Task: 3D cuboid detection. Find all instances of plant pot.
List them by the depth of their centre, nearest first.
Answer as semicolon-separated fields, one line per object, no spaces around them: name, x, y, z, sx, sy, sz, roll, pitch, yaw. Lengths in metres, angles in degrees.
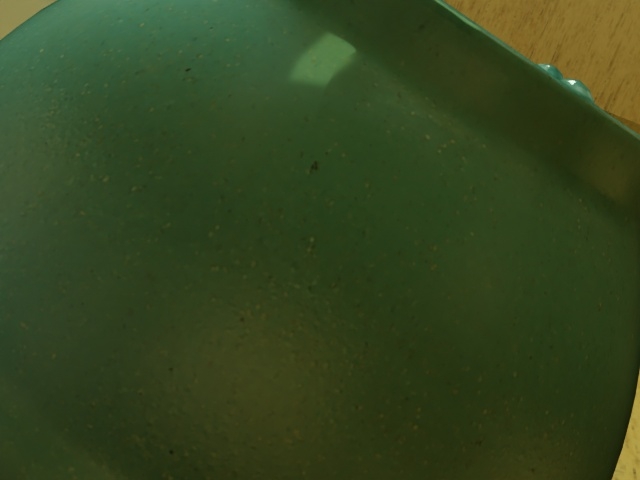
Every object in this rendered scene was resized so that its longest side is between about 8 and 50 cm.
plant pot;0.000;0.000;0.635;0.293;0.196;0.293;34;8;-6

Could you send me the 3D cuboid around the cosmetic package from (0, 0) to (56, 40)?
cosmetic package;-0.269;-0.224;1.396;0.113;0.160;0.309;12;16;-37
